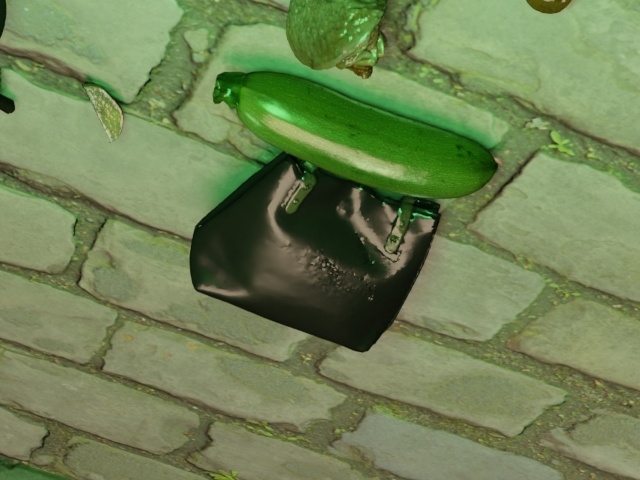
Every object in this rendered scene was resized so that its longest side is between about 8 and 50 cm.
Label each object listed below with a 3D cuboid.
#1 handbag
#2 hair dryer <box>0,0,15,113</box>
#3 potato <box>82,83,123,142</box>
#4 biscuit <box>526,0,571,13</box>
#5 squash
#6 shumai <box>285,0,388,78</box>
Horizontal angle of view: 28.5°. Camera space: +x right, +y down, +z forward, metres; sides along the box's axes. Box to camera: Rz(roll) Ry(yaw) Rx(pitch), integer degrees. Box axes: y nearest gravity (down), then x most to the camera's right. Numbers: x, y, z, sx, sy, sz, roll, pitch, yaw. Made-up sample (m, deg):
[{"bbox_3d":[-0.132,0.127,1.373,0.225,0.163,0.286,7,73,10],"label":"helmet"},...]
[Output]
[{"bbox_3d":[0.000,0.000,1.847,0.342,0.152,0.288,21,134,-19],"label":"handbag"},{"bbox_3d":[-0.489,-0.271,1.646,0.284,0.155,0.320,5,172,-42],"label":"hair dryer"},{"bbox_3d":[-0.298,-0.188,1.757,0.036,0.037,0.093,-23,119,0],"label":"potato"},{"bbox_3d":[0.266,-0.336,1.358,0.180,0.039,0.236,22,143,-12],"label":"biscuit"},{"bbox_3d":[0.044,-0.135,1.660,0.395,0.107,0.107,18,146,-11],"label":"squash"},{"bbox_3d":[0.034,-0.256,1.497,0.145,0.145,0.116,-20,157,39],"label":"shumai"}]
